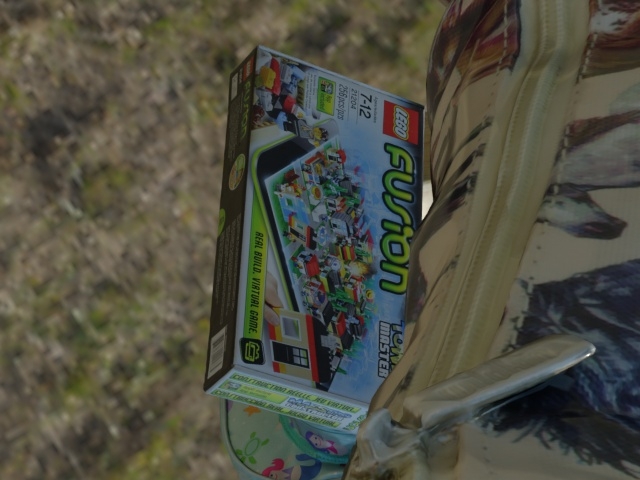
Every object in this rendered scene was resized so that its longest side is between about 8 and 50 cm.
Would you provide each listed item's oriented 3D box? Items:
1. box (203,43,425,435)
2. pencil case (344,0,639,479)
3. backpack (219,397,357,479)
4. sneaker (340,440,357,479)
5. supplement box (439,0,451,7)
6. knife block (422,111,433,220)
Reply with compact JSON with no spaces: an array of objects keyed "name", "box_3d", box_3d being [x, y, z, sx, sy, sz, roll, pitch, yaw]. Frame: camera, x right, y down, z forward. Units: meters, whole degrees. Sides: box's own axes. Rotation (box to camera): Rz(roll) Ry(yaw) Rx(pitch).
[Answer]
[{"name":"box","box_3d":[0.000,0.000,1.068,0.114,0.207,0.036,17,146,-23]},{"name":"pencil case","box_3d":[0.087,0.030,0.568,0.160,0.410,0.184,-12,117,19]},{"name":"backpack","box_3d":[0.039,0.147,1.665,0.253,0.225,0.191,-12,134,8]},{"name":"sneaker","box_3d":[0.087,0.256,1.366,0.410,0.182,0.158,-59,154,-48]},{"name":"supplement box","box_3d":[0.155,-0.230,1.344,0.188,0.104,0.081,-46,171,5]},{"name":"knife block","box_3d":[0.119,-0.029,1.409,0.242,0.276,0.088,9,107,-15]}]
